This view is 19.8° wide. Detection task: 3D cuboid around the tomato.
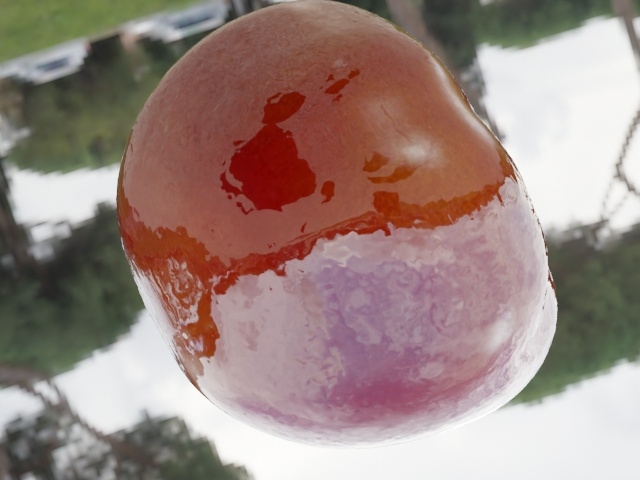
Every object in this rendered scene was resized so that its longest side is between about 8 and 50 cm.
[{"bbox_3d":[0.000,0.000,1.116,0.226,0.298,0.298,-31,-164,-5],"label":"tomato"}]
